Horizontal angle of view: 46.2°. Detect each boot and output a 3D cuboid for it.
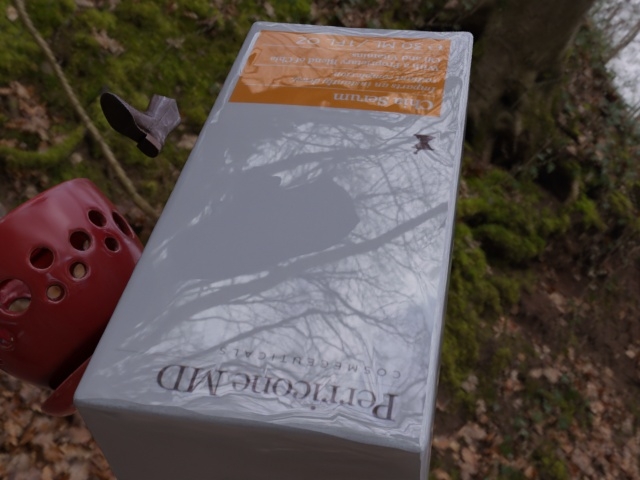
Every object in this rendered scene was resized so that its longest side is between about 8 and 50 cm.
[{"bbox_3d":[-0.235,-0.176,1.001,0.106,0.037,0.114,53,30,-26],"label":"boot"}]

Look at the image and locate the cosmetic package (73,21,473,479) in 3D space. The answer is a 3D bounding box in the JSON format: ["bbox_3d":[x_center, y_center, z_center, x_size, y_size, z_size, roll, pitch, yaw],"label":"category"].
[{"bbox_3d":[0.000,0.000,0.649,0.230,0.453,0.161,5,-42,10],"label":"cosmetic package"}]

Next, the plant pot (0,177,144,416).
[{"bbox_3d":[-0.246,0.060,0.744,0.174,0.191,0.191,46,-3,-3],"label":"plant pot"}]
